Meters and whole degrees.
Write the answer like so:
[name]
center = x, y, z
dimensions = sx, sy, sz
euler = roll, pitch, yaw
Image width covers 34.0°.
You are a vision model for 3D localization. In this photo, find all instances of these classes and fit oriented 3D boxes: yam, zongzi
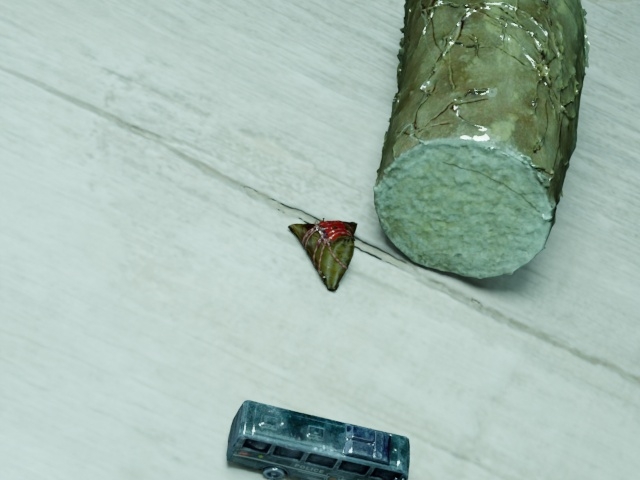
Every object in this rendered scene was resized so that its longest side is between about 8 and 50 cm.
[yam]
center = 0.175, -0.150, 1.158
dimensions = 0.241, 0.241, 0.348
euler = 19, 53, -8
[zongzi]
center = 0.000, 0.000, 1.096
dimensions = 0.073, 0.067, 0.083
euler = 10, 32, -1

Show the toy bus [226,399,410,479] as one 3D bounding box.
[toy bus]
center = 0.001, 0.188, 0.934
dimensions = 0.165, 0.065, 0.047
euler = 14, 50, -10
